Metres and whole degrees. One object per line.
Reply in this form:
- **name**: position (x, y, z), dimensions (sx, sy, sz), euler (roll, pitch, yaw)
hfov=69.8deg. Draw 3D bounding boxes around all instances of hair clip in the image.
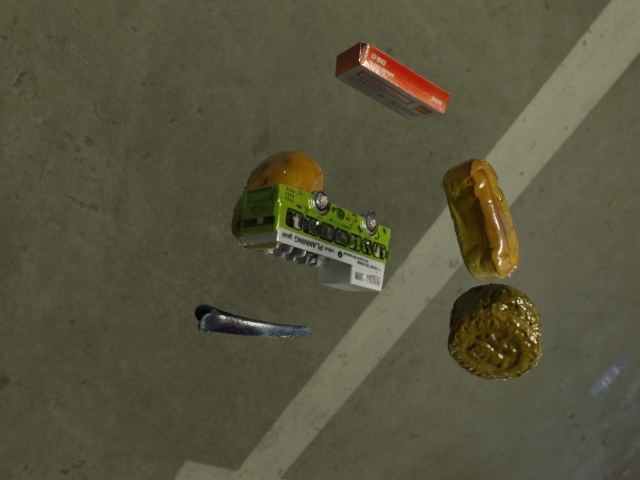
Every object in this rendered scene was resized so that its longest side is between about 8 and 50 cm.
- **hair clip**: position (-0.144, 0.197, 1.039), dimensions (0.275, 0.083, 0.048), euler (15, 95, -23)

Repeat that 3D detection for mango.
- **mango**: position (-0.089, -0.087, 0.930), dimensions (0.249, 0.156, 0.151), euler (-55, 161, -30)

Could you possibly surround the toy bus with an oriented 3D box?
- **toy bus**: position (0.000, 0.000, 0.803), dimensions (0.301, 0.113, 0.139), euler (19, 72, -45)

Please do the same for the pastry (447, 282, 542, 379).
- **pastry**: position (0.189, 0.100, 0.502), dimensions (0.057, 0.097, 0.109), euler (-52, 155, -54)

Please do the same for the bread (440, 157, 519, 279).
- **bread**: position (0.326, -0.041, 0.914), dimensions (0.102, 0.094, 0.246), euler (-11, 85, -39)

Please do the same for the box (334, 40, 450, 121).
- **box**: position (0.145, -0.324, 0.953), dimensions (0.229, 0.123, 0.050), euler (22, 87, -23)
